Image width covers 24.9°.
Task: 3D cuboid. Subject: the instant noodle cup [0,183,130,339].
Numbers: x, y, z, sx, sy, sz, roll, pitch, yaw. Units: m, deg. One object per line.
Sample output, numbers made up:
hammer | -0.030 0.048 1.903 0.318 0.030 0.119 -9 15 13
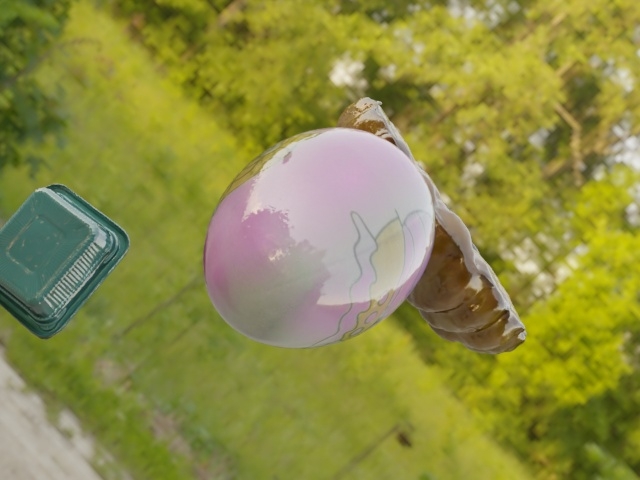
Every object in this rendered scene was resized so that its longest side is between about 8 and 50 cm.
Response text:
instant noodle cup | -0.357 0.017 1.874 0.157 0.179 0.070 36 -10 20

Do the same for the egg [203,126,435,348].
egg | 0.000 0.000 1.313 0.196 0.196 0.271 47 22 -5

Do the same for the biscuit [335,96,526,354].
biscuit | 0.109 -0.008 1.606 0.325 0.107 0.326 54 8 -11
